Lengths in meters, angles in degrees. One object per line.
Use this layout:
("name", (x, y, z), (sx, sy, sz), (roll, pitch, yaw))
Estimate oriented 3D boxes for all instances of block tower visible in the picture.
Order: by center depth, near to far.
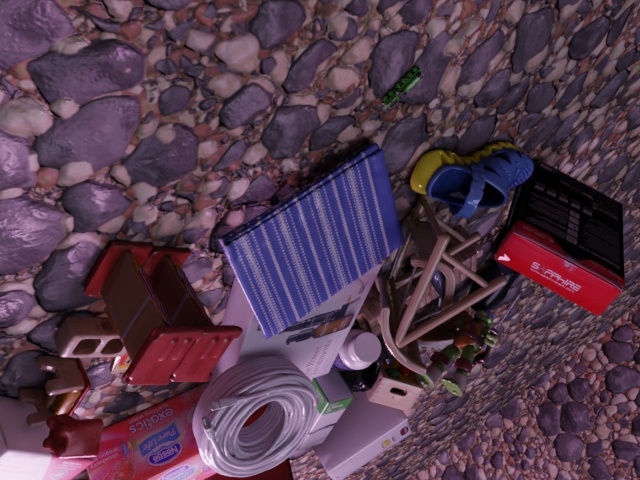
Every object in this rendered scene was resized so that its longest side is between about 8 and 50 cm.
("block tower", (0.223, 0.100, 1.490), (0.335, 0.091, 0.097), (-32, 148, -7))

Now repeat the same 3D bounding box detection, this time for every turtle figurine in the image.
("turtle figurine", (0.354, 0.242, 1.624), (0.266, 0.197, 0.275), (-53, 160, -24))

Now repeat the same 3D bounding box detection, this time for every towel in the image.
("towel", (0.000, 0.000, 1.112), (0.336, 0.040, 0.243), (-34, 130, -18))

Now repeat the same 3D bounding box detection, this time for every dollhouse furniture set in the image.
("dollhouse furniture set", (-0.317, 0.201, 1.009), (0.152, 0.201, 0.374), (10, 124, -49))

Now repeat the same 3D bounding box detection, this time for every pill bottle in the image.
("pill bottle", (0.075, 0.257, 1.477), (0.094, 0.094, 0.169), (-20, 176, -24))

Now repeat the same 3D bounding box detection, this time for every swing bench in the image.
("swing bench", (0.203, 0.079, 1.254), (0.165, 0.253, 0.255), (35, 108, -12))

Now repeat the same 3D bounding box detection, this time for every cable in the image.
("cable", (-0.129, 0.354, 1.256), (0.257, 0.089, 0.257), (-18, 126, -30))

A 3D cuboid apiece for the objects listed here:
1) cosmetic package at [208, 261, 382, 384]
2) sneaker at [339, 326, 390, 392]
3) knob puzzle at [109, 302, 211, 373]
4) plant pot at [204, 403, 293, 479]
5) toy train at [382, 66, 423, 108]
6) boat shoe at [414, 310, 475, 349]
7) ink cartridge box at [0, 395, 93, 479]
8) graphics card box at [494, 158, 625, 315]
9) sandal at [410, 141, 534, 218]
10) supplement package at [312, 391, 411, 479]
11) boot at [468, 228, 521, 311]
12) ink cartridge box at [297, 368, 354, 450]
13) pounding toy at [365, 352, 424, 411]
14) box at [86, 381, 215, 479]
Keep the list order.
("cosmetic package", (-0.064, 0.173, 1.311), (0.284, 0.097, 0.377), (-9, 138, -32))
("sneaker", (0.070, 0.349, 1.620), (0.109, 0.130, 0.286), (5, 130, -44))
("knob puzzle", (-0.283, 0.176, 1.168), (0.213, 0.030, 0.213), (-24, 145, -18))
("plant pot", (-0.207, 0.626, 1.607), (0.267, 0.236, 0.267), (-15, 142, -30))
("toy train", (0.136, -0.251, 1.034), (0.083, 0.024, 0.017), (-43, 147, 10))
("boat shoe", (0.344, 0.274, 1.810), (0.277, 0.098, 0.096), (-3, 134, -42))
("ink cartridge box", (-0.585, 0.417, 1.103), (0.283, 0.117, 0.207), (-40, 147, 4))
("graphics card box", (0.516, -0.023, 1.335), (0.371, 0.232, 0.094), (-54, 170, -52))
("sandal", (0.332, -0.115, 1.285), (0.317, 0.138, 0.126), (-15, 139, -33))
("supplement package", (0.090, 0.511, 1.769), (0.261, 0.204, 0.145), (-32, 146, -7))
("boot", (0.476, 0.071, 1.681), (0.246, 0.094, 0.207), (-45, 150, 1))
("ink cartridge box", (-0.024, 0.401, 1.575), (0.086, 0.153, 0.208), (-5, 135, -38))
("pounding toy", (0.202, 0.354, 1.708), (0.181, 0.206, 0.094), (20, 111, -21))
("box", (-0.338, 0.453, 1.347), (0.299, 0.154, 0.142), (-21, 144, -22))
